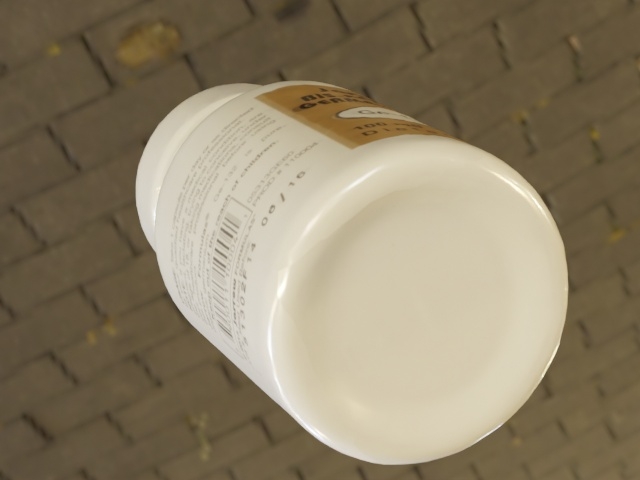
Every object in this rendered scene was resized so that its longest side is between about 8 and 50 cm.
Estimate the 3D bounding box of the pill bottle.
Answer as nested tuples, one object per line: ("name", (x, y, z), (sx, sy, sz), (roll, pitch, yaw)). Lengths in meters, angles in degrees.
("pill bottle", (0.000, 0.000, 0.853), (0.131, 0.229, 0.131), (-6, 106, -21))
